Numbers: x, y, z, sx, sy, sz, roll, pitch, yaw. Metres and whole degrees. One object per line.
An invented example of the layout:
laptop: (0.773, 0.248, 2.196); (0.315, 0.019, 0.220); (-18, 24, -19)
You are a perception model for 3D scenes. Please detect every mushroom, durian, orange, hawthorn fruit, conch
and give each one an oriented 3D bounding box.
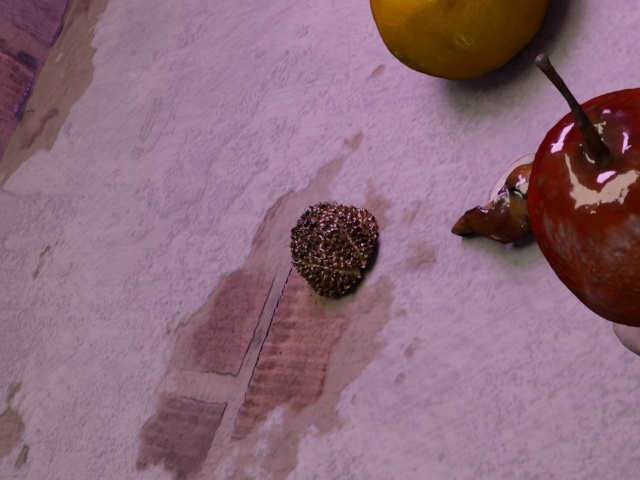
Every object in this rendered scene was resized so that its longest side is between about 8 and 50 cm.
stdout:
mushroom: (0.262, -0.081, 1.940); (0.101, 0.019, 0.049); (-41, 36, 28)
durian: (0.000, 0.000, 2.152); (0.188, 0.091, 0.148); (15, 76, 58)
orange: (0.195, -0.365, 2.062); (0.279, 0.235, 0.279); (-27, 53, 41)
hawthorn fruit: (0.303, -0.027, 1.391); (0.235, 0.263, 0.231); (64, 144, 22)
conch: (0.245, -0.036, 1.880); (0.080, 0.086, 0.233); (56, 135, 10)

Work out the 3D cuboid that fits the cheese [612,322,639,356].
cheese: (0.465, 0.035, 1.466); (0.332, 0.153, 0.292); (4, 67, 52)
